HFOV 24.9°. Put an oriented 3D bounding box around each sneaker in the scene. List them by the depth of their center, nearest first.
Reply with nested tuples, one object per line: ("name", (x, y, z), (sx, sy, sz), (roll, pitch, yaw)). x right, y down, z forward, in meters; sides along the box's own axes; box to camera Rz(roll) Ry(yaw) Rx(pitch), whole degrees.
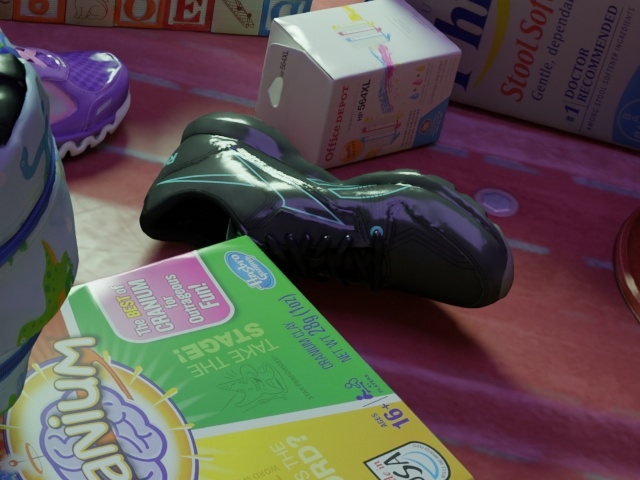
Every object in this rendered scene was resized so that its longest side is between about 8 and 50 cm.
("sneaker", (0.000, 0.000, 0.993), (0.267, 0.101, 0.106), (19, 44, 23))
("sneaker", (-0.245, -0.116, 1.049), (0.236, 0.104, 0.095), (-11, 42, -29))

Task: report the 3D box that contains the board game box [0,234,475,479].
("board game box", (-0.111, 0.127, 0.808), (0.316, 0.064, 0.242), (-17, 46, -34))

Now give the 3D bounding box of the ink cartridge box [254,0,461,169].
("ink cartridge box", (0.021, -0.123, 1.144), (0.143, 0.092, 0.090), (-17, 47, -31))

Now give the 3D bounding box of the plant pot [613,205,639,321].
("plant pot", (0.376, -0.056, 1.019), (0.272, 0.265, 0.272), (8, 38, -6))

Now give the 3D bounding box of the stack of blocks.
("stack of blocks", (-0.148, -0.273, 1.223), (0.297, 0.171, 0.087), (2, 39, -15))

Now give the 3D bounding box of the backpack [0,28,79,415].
("backpack", (-0.298, -0.005, 0.696), (0.355, 0.273, 0.290), (-26, 38, -7))

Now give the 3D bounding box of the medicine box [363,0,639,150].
("medicine box", (0.197, -0.244, 1.208), (0.289, 0.263, 0.149), (14, 37, 3))
